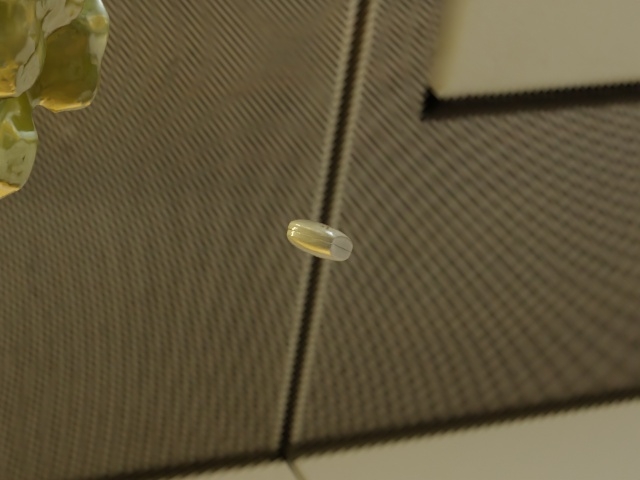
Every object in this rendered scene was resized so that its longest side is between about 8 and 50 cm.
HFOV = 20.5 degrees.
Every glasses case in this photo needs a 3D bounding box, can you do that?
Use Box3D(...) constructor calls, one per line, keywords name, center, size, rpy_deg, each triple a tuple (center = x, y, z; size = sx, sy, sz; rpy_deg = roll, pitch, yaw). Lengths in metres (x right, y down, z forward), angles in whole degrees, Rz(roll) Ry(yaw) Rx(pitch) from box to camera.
Box3D(name="glasses case", center=(0.000, 0.000, 1.128), size=(0.083, 0.032, 0.021), rpy_deg=(22, -92, -78))

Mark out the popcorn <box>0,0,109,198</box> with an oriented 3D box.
Box3D(name="popcorn", center=(-0.211, -0.119, 0.638), size=(0.312, 0.312, 0.312), rpy_deg=(-15, -52, -20))
